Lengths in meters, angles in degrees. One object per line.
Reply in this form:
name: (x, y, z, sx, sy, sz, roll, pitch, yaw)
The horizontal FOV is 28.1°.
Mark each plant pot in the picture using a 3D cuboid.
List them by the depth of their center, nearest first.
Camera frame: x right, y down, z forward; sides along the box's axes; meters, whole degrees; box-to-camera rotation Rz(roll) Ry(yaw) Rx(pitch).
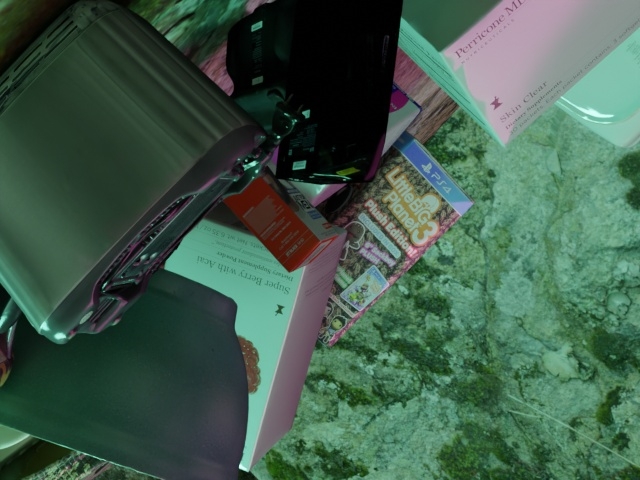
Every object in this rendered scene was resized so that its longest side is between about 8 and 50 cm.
plant pot: (-0.196, 0.127, 1.307, 0.293, 0.293, 0.196, 111, -2, -78)

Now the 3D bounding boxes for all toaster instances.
toaster: (-0.138, -0.053, 0.828, 0.227, 0.146, 0.129, -45, 176, 9)

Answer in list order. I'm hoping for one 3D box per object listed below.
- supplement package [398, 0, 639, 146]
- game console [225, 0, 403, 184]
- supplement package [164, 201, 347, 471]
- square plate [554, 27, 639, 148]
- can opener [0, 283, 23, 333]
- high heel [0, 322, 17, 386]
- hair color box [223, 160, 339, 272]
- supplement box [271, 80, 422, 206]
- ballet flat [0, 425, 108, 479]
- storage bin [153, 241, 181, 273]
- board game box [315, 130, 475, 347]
supplement package: (0.167, -0.251, 1.049, 0.262, 0.204, 0.145, -42, 140, 4)
game console: (-0.016, -0.149, 0.952, 0.361, 0.044, 0.213, -172, -90, -72)
supplement package: (-0.104, 0.109, 1.620, 0.175, 0.177, 0.293, -32, 139, -71)
square plate: (0.310, -0.277, 1.495, 0.049, 0.344, 0.347, -58, -176, -35)
can opener: (-0.223, -0.014, 0.989, 0.186, 0.073, 0.059, -57, 162, 25)
high heel: (-0.335, 0.139, 1.072, 0.186, 0.093, 0.261, -57, 177, 40)
hair color box: (-0.061, -0.047, 1.366, 0.053, 0.167, 0.093, -45, 175, 13)
supplement box: (0.015, -0.136, 1.595, 0.114, 0.111, 0.220, -49, 174, 38)
ballet flat: (-0.328, 0.223, 1.638, 0.483, 0.164, 0.182, -37, 151, -46)
storage bin: (-0.178, -0.019, 1.145, 0.122, 0.084, 0.180, -41, 174, -36)
board game box: (0.032, -0.033, 1.823, 0.291, 0.141, 0.232, -45, -151, 1)
